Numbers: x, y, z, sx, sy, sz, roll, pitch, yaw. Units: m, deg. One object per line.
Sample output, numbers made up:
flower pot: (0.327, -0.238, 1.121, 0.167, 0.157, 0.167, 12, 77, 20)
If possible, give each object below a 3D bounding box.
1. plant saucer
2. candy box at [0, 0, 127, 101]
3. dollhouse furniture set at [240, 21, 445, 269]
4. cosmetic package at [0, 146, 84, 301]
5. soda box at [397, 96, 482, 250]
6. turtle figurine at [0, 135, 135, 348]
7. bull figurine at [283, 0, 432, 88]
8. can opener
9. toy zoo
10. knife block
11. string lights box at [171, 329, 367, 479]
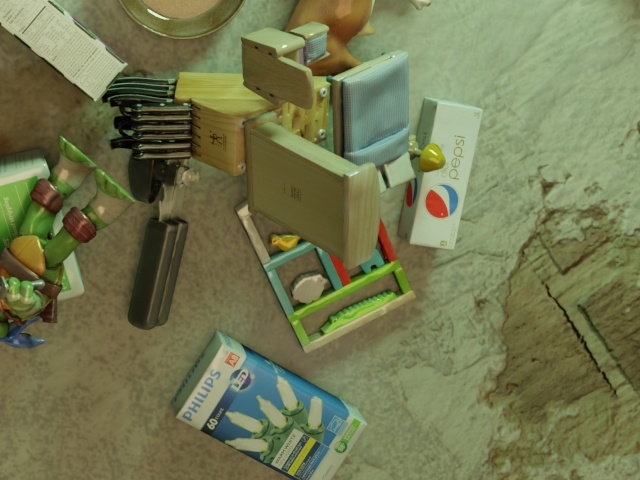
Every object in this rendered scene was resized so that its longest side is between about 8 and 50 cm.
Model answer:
plant saucer: (-0.193, -0.378, 1.796, 0.199, 0.036, 0.198, -3, 102, -13)
candy box: (-0.370, -0.286, 1.710, 0.233, 0.159, 0.071, 41, 90, -17)
dollhouse furniture set: (0.078, -0.153, 1.706, 0.303, 0.198, 0.286, -27, 131, -35)
cosmetic package: (-0.523, 0.020, 1.746, 0.366, 0.155, 0.197, -18, 107, -10)
soda box: (0.176, -0.099, 1.930, 0.074, 0.069, 0.216, 8, 100, -15)
turtle figurine: (-0.381, -0.008, 1.592, 0.275, 0.198, 0.266, 42, 86, -23)
bull figurine: (0.052, -0.347, 1.821, 0.188, 0.101, 0.310, 23, 107, -19)
can opener: (-0.234, -0.014, 1.860, 0.093, 0.074, 0.280, 12, 99, 19)
toy zoo: (0.000, 0.000, 1.930, 0.192, 0.030, 0.293, -26, 107, -7)
knife block: (-0.155, -0.182, 1.794, 0.276, 0.242, 0.088, -26, 131, -42)
string lights box: (-0.077, 0.258, 1.945, 0.260, 0.077, 0.133, 30, 95, -18)
